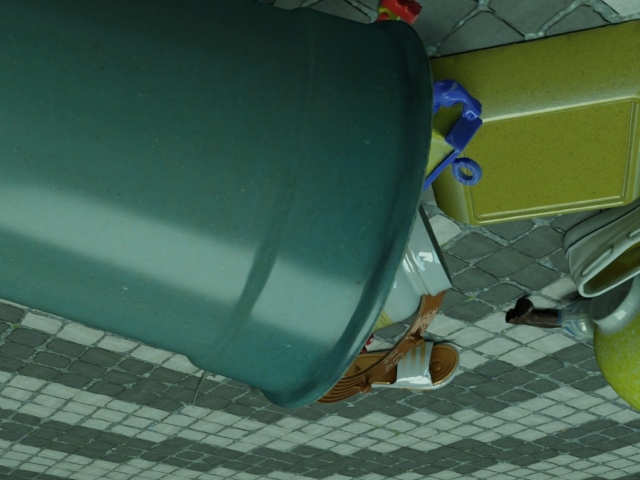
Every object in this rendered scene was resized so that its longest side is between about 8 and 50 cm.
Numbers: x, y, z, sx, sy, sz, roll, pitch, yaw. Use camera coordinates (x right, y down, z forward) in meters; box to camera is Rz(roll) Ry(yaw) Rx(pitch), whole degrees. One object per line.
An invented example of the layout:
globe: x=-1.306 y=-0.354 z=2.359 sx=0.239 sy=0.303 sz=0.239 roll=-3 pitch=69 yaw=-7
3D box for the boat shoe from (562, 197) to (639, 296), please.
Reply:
boat shoe: x=0.536 y=-0.005 z=1.173 sx=0.136 sy=0.156 sz=0.367 roll=24 pitch=141 yaw=-31

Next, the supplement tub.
supplement tub: x=0.004 y=0.036 z=1.140 sx=0.332 sy=0.241 sz=0.241 roll=-23 pitch=142 yaw=10

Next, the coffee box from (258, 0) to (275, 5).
coffee box: x=-0.102 y=-0.306 z=0.780 sx=0.141 sy=0.098 sz=0.246 roll=15 pitch=144 yaw=-21

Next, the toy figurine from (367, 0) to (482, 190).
toy figurine: x=0.086 y=-0.104 z=0.943 sx=0.217 sy=0.191 sz=0.362 roll=31 pitch=146 yaw=-5

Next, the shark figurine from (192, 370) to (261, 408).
shark figurine: x=-0.170 y=0.305 z=1.697 sx=0.279 sy=0.116 sz=0.166 roll=-8 pitch=144 yaw=9

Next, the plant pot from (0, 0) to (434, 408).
plant pot: x=-0.142 y=-0.065 z=0.607 sx=0.334 sy=0.341 sz=0.341 roll=15 pitch=144 yaw=-20

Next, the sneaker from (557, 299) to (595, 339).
sneaker: x=0.571 y=0.158 z=1.505 sx=0.237 sy=0.085 sz=0.086 roll=11 pitch=180 yaw=-26

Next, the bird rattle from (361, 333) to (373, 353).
bird rattle: x=-0.020 y=0.169 z=1.423 sx=0.207 sy=0.253 sz=0.143 roll=40 pitch=152 yaw=10

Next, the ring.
ring: x=0.112 y=0.173 z=1.377 sx=0.337 sy=0.032 sz=0.336 roll=-31 pitch=145 yaw=-25

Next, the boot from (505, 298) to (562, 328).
boot: x=0.439 y=0.148 z=1.513 sx=0.114 sy=0.037 sz=0.106 roll=10 pitch=159 yaw=-9

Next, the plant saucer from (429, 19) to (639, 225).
plant saucer: x=0.309 y=-0.130 z=1.059 sx=0.333 sy=0.080 sz=0.332 roll=-9 pitch=145 yaw=13

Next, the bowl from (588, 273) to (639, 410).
bowl: x=0.562 y=0.131 z=1.315 sx=0.156 sy=0.289 sz=0.289 roll=34 pitch=140 yaw=-5

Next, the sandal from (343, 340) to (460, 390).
sandal: x=0.164 y=0.268 z=1.642 sx=0.266 sy=0.101 sz=0.076 roll=-9 pitch=148 yaw=17
